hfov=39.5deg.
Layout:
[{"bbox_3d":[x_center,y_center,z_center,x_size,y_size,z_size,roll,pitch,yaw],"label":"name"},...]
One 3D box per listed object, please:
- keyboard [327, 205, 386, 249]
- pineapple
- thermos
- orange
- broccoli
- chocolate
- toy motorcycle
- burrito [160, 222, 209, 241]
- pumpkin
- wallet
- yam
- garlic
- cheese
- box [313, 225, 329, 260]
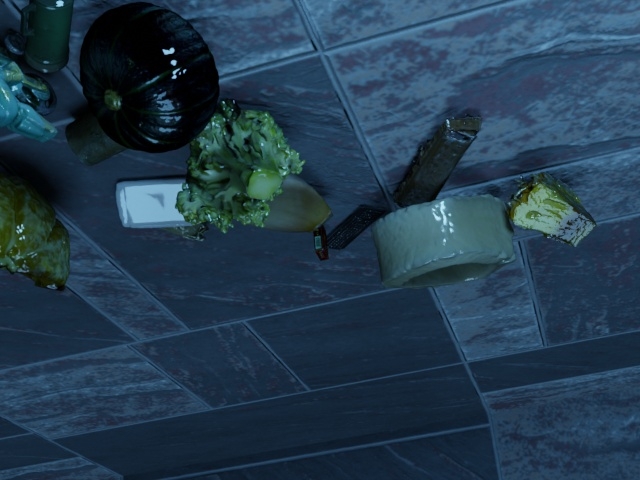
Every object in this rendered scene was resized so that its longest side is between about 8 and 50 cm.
[{"bbox_3d":[0.077,-0.026,2.135,0.074,0.015,0.196,13,146,-28],"label":"keyboard"},{"bbox_3d":[0.516,-0.071,1.963,0.236,0.186,0.114,-2,136,-45],"label":"pineapple"},{"bbox_3d":[-0.440,-0.360,1.430,0.083,0.073,0.188,-1,149,-21],"label":"thermos"},{"bbox_3d":[-0.672,-0.038,1.801,0.368,0.210,0.271,19,171,-42],"label":"orange"},{"bbox_3d":[-0.153,-0.136,1.663,0.263,0.243,0.247,-20,112,-16],"label":"broccoli"},{"bbox_3d":[0.247,-0.155,1.893,0.102,0.065,0.329,3,151,-15],"label":"chocolate"},{"bbox_3d":[-0.559,-0.261,1.459,0.109,0.198,0.296,-32,142,31],"label":"toy motorcycle"},{"bbox_3d":[-0.337,-0.041,2.018,0.188,0.045,0.058,19,127,-30],"label":"burrito"},{"bbox_3d":[-0.264,-0.280,1.483,0.248,0.248,0.248,-4,150,-2],"label":"pumpkin"},{"bbox_3d":[-0.346,-0.082,1.929,0.182,0.032,0.124,-4,125,-1],"label":"wallet"},{"bbox_3d":[-0.353,-0.220,1.650,0.259,0.106,0.106,-21,146,25],"label":"yam"},{"bbox_3d":[-0.098,-0.091,1.900,0.318,0.112,0.143,20,117,-37],"label":"garlic"},{"bbox_3d":[0.291,0.010,2.026,0.332,0.153,0.292,-3,164,-34],"label":"cheese"},{"bbox_3d":[0.000,0.000,2.100,0.023,0.082,0.051,-12,149,10],"label":"box"}]
